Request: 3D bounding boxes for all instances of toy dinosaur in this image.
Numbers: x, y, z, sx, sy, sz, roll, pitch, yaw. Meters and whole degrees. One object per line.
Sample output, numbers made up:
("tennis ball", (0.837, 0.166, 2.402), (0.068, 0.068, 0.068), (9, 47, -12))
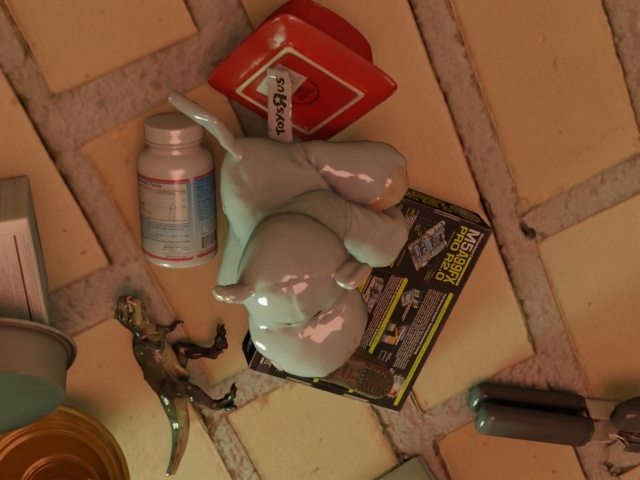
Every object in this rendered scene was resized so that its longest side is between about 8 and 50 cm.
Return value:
("toy dinosaur", (-0.165, 0.165, 1.366), (0.118, 0.064, 0.268), (-11, 116, 6))

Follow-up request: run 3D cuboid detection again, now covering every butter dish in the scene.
("butter dish", (-0.014, -0.203, 1.225), (0.160, 0.118, 0.160), (28, 144, -26))

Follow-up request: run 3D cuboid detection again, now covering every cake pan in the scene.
("cake pan", (-0.405, 0.161, 1.205), (0.293, 0.054, 0.293), (-11, 157, -5))

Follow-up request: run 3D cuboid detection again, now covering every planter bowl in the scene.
("planter bowl", (-0.323, 0.307, 1.346), (0.217, 0.090, 0.217), (-1, 75, 4))

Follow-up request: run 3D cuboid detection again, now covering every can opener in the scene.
("can opener", (0.342, 0.222, 1.500), (0.284, 0.076, 0.095), (10, 129, -17))

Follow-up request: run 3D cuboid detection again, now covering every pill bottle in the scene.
("pill bottle", (-0.160, -0.056, 1.258), (0.087, 0.087, 0.160), (-5, 113, -12))

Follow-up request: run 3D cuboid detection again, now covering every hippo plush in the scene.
("hippo plush", (0.000, 0.000, 1.151), (0.234, 0.236, 0.294), (-14, 125, -5))

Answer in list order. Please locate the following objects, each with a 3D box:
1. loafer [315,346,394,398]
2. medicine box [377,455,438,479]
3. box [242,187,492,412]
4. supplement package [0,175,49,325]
("loafer", (0.017, 0.141, 1.343), (0.148, 0.050, 0.056), (30, 100, -7))
("medicine box", (0.111, 0.488, 1.519), (0.264, 0.149, 0.289), (-33, 116, 1))
("box", (0.054, 0.061, 1.377), (0.216, 0.060, 0.270), (18, 107, -21))
("supplement package", (-0.424, 0.030, 1.202), (0.244, 0.134, 0.139), (-9, 114, -11))
